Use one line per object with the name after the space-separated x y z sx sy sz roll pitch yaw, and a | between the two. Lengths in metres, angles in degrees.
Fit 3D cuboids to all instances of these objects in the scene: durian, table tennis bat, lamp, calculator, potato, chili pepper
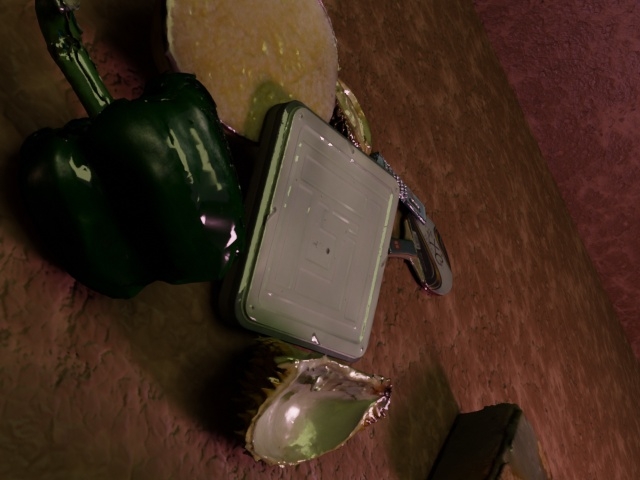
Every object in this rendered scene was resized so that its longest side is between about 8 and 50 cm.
0.017 -0.171 0.982 0.188 0.091 0.148 61 16 7 | durian
-0.012 0.165 0.692 0.252 0.139 0.144 37 48 -45 | durian
0.180 0.019 1.217 0.301 0.022 0.173 10 62 -59 | table tennis bat
0.000 0.000 0.816 0.266 0.047 0.269 28 71 -49 | lamp
0.147 -0.097 1.217 0.172 0.018 0.057 44 33 -33 | calculator
-0.100 -0.232 0.777 0.299 0.116 0.239 4 94 -55 | potato
-0.159 -0.082 0.556 0.165 0.173 0.261 -41 114 -63 | chili pepper

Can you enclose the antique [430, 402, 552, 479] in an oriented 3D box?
0.262 0.377 1.032 0.284 0.125 0.150 -16 85 -61 | antique
